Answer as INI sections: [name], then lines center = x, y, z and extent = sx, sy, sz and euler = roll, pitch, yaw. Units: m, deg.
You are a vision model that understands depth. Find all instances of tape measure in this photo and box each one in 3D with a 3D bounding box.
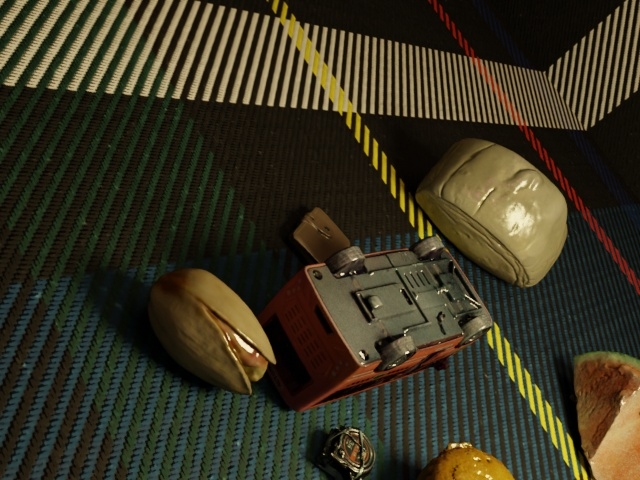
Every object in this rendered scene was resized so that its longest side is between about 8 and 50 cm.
[tape measure]
center = 0.044, 0.340, 1.418
extent = 0.091, 0.054, 0.094
euler = 48, 37, -3

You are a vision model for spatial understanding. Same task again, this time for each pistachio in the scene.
[pistachio]
center = -0.160, 0.131, 1.318
extent = 0.215, 0.144, 0.144
euler = 43, 31, -9

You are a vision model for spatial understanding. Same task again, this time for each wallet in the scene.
[wallet]
center = 0.000, 0.000, 1.758
extent = 0.118, 0.039, 0.153
euler = 47, 32, -5

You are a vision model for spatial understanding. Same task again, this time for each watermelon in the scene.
[watermelon]
center = 0.722, 0.415, 1.996
extent = 0.292, 0.222, 0.319
euler = 39, 39, -17

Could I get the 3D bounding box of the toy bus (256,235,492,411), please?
[toy bus]
center = 0.099, 0.144, 1.544
extent = 0.427, 0.233, 0.203
euler = -6, 60, -51

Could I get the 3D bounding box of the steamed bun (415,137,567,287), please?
[steamed bun]
center = 0.432, -0.066, 2.130
extent = 0.383, 0.236, 0.247
euler = 42, 76, -9

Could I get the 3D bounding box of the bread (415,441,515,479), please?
[bread]
center = 0.244, 0.455, 1.456
extent = 0.240, 0.139, 0.240
euler = 31, 35, -25

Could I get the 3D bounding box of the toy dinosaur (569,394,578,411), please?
[toy dinosaur]
center = 0.613, 0.365, 2.112
extent = 0.058, 0.037, 0.180
euler = 54, 39, 8
